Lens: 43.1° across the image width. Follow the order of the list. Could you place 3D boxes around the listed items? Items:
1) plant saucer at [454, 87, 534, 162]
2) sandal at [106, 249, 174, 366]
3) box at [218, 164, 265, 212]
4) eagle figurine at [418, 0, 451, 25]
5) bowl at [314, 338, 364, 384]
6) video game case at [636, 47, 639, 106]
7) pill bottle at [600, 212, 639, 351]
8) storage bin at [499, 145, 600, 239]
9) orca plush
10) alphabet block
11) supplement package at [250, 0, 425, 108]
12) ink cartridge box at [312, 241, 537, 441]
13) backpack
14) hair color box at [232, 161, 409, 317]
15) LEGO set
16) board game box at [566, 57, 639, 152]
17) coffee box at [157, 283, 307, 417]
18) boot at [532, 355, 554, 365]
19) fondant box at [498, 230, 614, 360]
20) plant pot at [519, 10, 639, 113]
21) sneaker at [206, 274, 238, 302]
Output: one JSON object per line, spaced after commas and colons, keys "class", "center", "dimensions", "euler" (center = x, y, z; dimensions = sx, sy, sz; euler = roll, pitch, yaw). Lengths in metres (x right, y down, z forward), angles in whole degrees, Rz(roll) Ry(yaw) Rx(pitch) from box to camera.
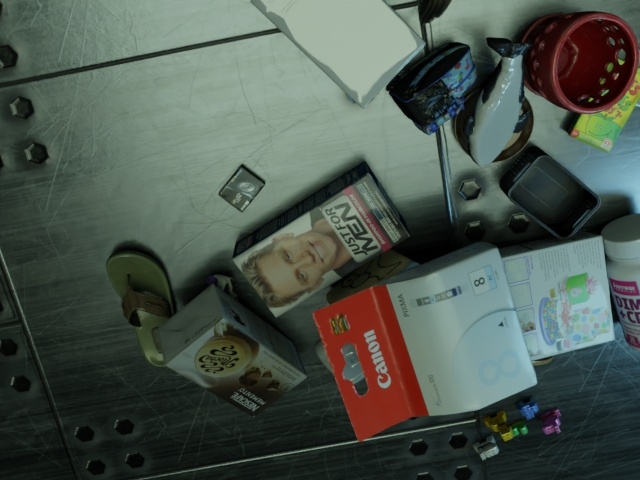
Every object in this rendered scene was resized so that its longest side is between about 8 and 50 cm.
{"class": "plant saucer", "center": [0.366, -0.249, 1.714], "dimensions": [0.168, 0.029, 0.168], "euler": [-1, 111, -2]}
{"class": "sandal", "center": [-0.385, 0.158, 1.812], "dimensions": [0.120, 0.086, 0.302], "euler": [-17, 110, 4]}
{"class": "box", "center": [-0.170, -0.112, 1.754], "dimensions": [0.067, 0.018, 0.083], "euler": [38, 105, -14]}
{"class": "eagle figurine", "center": [0.293, -0.557, 1.491], "dimensions": [0.298, 0.225, 0.226], "euler": [-25, 120, 0]}
{"class": "bowl", "center": [0.072, 0.267, 1.886], "dimensions": [0.142, 0.053, 0.142], "euler": [-38, 106, 11]}
{"class": "video game case", "center": [0.716, -0.336, 1.699], "dimensions": [0.166, 0.015, 0.119], "euler": [6, 110, -4]}
{"class": "pill bottle", "center": [0.720, 0.093, 1.782], "dimensions": [0.160, 0.160, 0.283], "euler": [-22, 109, 6]}
{"class": "storage bin", "center": [0.492, -0.102, 1.743], "dimensions": [0.180, 0.084, 0.122], "euler": [35, 106, -13]}
{"class": "orca plush", "center": [0.333, -0.290, 1.622], "dimensions": [0.151, 0.102, 0.287], "euler": [-23, 139, -8]}
{"class": "alphabet block", "center": [0.156, 0.153, 1.745], "dimensions": [0.192, 0.197, 0.193], "euler": [-37, 106, -5]}
{"class": "supplement package", "center": [0.032, -0.426, 1.558], "dimensions": [0.293, 0.177, 0.175], "euler": [41, 104, -14]}
{"class": "ink cartridge box", "center": [0.214, 0.213, 1.621], "dimensions": [0.385, 0.091, 0.308], "euler": [-22, 104, -11]}
{"class": "backpack", "center": [0.239, -0.313, 1.624], "dimensions": [0.173, 0.158, 0.117], "euler": [-40, 111, 2]}
{"class": "hair color box", "center": [0.000, 0.000, 1.756], "dimensions": [0.347, 0.105, 0.174], "euler": [-32, 108, 10]}
{"class": "LEGO set", "center": [0.468, 0.454, 1.945], "dimensions": [0.227, 0.093, 0.087], "euler": [-26, 109, 8]}
{"class": "board game box", "center": [0.601, -0.285, 1.687], "dimensions": [0.092, 0.043, 0.181], "euler": [24, 111, 1]}
{"class": "coffee box", "center": [-0.190, 0.248, 1.779], "dimensions": [0.168, 0.119, 0.297], "euler": [-38, 131, 11]}
{"class": "boot", "center": [0.444, 0.169, 1.840], "dimensions": [0.248, 0.090, 0.206], "euler": [14, 108, -9]}
{"class": "fondant box", "center": [0.459, 0.130, 1.764], "dimensions": [0.330, 0.096, 0.238], "euler": [-12, 99, -9]}
{"class": "plant pot", "center": [0.493, -0.352, 1.589], "dimensions": [0.191, 0.174, 0.191], "euler": [-5, 107, -16]}
{"class": "sneaker", "center": [-0.224, 0.148, 1.837], "dimensions": [0.071, 0.068, 0.169], "euler": [15, 121, 28]}
